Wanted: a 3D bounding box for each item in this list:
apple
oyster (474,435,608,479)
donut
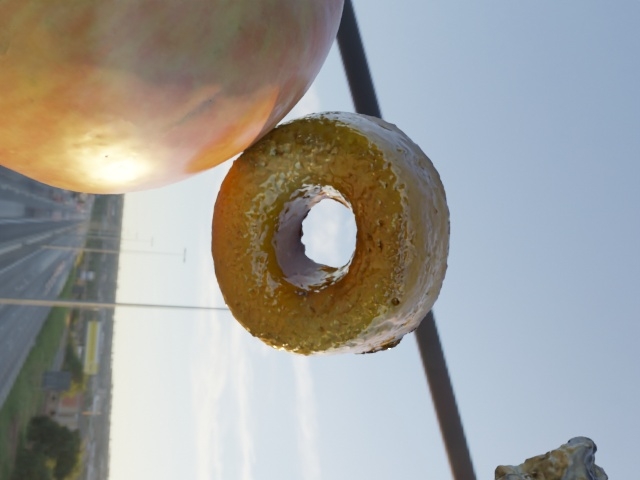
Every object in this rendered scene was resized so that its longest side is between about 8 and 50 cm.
[{"bbox_3d":[-0.185,-0.227,0.624,0.347,0.391,0.391,-29,-130,27],"label":"apple"},{"bbox_3d":[0.115,0.146,0.323,0.056,0.177,0.105,-33,-141,43],"label":"oyster"},{"bbox_3d":[0.000,-0.003,0.731,0.108,0.278,0.277,-14,113,-71],"label":"donut"}]
